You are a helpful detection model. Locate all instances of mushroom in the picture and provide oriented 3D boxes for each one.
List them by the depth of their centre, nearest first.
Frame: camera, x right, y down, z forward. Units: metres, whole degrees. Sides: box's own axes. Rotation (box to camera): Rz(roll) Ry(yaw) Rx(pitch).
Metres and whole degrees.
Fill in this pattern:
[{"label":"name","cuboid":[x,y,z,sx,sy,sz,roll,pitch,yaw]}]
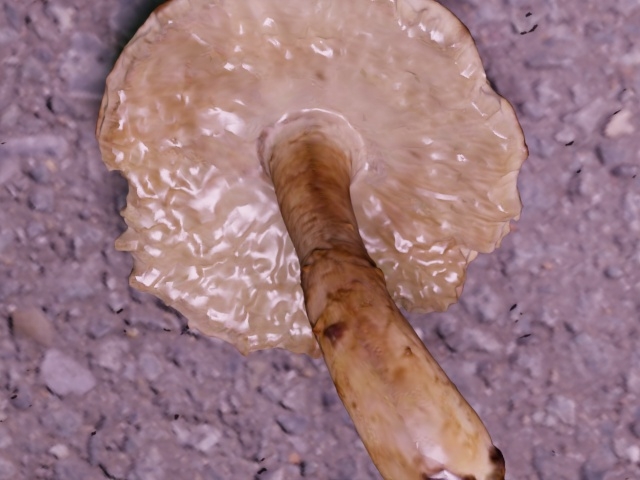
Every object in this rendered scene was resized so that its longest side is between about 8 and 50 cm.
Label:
[{"label":"mushroom","cuboid":[0.021,-0.024,0.895,0.208,0.301,0.233,-42,117,-14]}]
